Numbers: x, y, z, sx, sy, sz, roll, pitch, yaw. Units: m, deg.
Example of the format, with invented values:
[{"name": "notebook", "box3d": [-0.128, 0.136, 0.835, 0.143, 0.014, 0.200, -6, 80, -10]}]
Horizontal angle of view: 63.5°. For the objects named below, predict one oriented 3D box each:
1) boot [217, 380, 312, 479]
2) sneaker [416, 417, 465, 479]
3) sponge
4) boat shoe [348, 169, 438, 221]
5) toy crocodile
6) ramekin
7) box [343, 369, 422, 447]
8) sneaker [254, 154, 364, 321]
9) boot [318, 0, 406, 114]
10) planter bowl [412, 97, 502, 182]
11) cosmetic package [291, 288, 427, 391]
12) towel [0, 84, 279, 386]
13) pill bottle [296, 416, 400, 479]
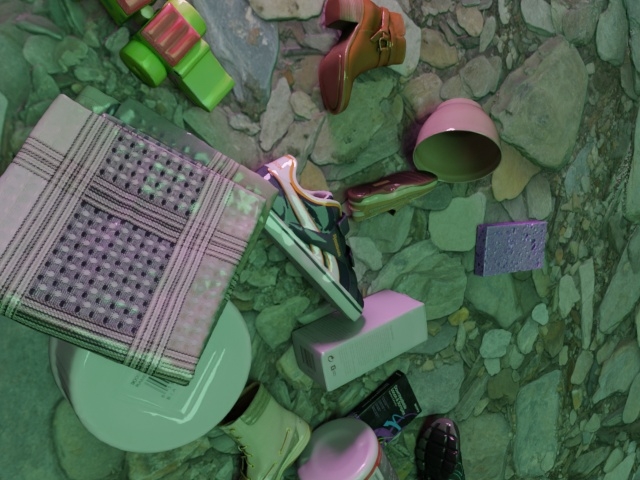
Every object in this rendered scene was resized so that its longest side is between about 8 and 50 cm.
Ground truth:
[{"name": "boot", "box3d": [-0.129, 0.367, 0.896, 0.213, 0.077, 0.165, -50, 121, -19]}, {"name": "sneaker", "box3d": [0.278, 0.523, 1.182, 0.106, 0.101, 0.267, -8, 107, -50]}, {"name": "sponge", "box3d": [0.445, 0.016, 1.202, 0.210, 0.031, 0.117, -5, 102, -31]}, {"name": "boat shoe", "box3d": [0.137, -0.082, 0.982, 0.190, 0.068, 0.072, -15, 120, -18]}, {"name": "toy crocodile", "box3d": [-0.242, -0.313, 0.671, 0.115, 0.105, 0.340, -48, 120, -14]}, {"name": "ramekin", "box3d": [-0.236, 0.166, 0.754, 0.277, 0.135, 0.277, -7, 104, -30]}, {"name": "box", "box3d": [0.133, 0.366, 1.084, 0.162, 0.029, 0.116, -36, 116, -22]}, {"name": "sneaker", "box3d": [0.000, 0.000, 0.871, 0.127, 0.126, 0.321, -45, 117, -10]}, {"name": "boot", "box3d": [0.080, -0.312, 0.891, 0.153, 0.073, 0.197, -4, 104, -35]}, {"name": "planter bowl", "box3d": [0.262, -0.200, 0.986, 0.162, 0.162, 0.109, 28, 59, -32]}, {"name": "cosmetic package", "box3d": [0.075, 0.177, 0.959, 0.231, 0.117, 0.085, -19, 110, -26]}, {"name": "towel", "box3d": [-0.237, -0.020, 0.658, 0.312, 0.056, 0.324, 28, 62, -14]}, {"name": "pill bottle", "box3d": [0.081, 0.497, 1.000, 0.161, 0.161, 0.283, -36, 116, -21]}]
